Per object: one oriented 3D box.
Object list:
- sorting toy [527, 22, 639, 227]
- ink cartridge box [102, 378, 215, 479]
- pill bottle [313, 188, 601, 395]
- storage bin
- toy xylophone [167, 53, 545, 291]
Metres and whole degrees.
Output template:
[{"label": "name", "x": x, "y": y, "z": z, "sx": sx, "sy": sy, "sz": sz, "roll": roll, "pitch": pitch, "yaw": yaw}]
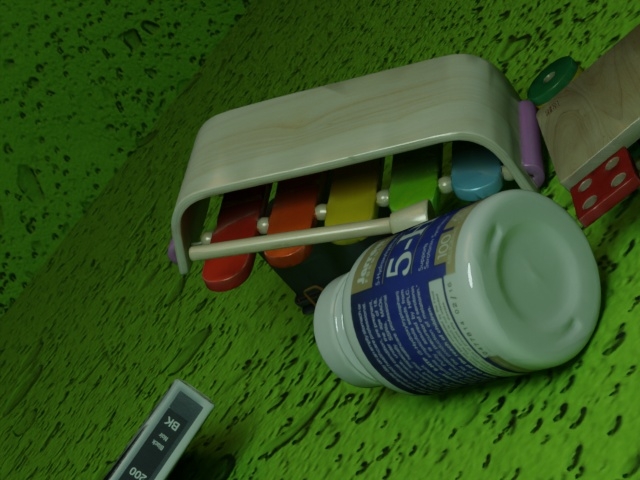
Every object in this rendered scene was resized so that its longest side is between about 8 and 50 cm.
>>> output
[{"label": "sorting toy", "x": 0.222, "y": -0.090, "z": 0.919, "sx": 0.132, "sy": 0.046, "sz": 0.274, "roll": -42, "pitch": 18, "yaw": 19}, {"label": "ink cartridge box", "x": -0.173, "y": 0.227, "z": 1.085, "sx": 0.208, "sy": 0.045, "sz": 0.206, "roll": -57, "pitch": 2, "yaw": -24}, {"label": "pill bottle", "x": 0.080, "y": 0.042, "z": 0.867, "sx": 0.186, "sy": 0.112, "sz": 0.112, "roll": -23, "pitch": 30, "yaw": 52}, {"label": "storage bin", "x": 0.000, "y": 0.000, "z": 1.178, "sx": 0.135, "sy": 0.091, "sz": 0.098, "roll": -27, "pitch": 27, "yaw": 50}, {"label": "toy xylophone", "x": 0.012, "y": -0.045, "z": 1.043, "sx": 0.322, "sy": 0.081, "sz": 0.236, "roll": -7, "pitch": 37, "yaw": 23}]
